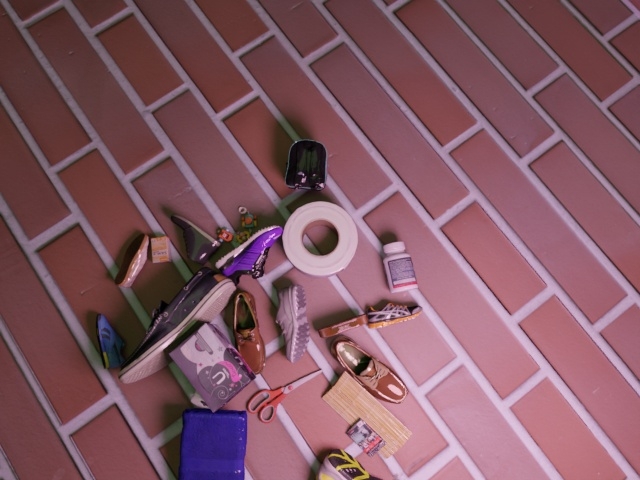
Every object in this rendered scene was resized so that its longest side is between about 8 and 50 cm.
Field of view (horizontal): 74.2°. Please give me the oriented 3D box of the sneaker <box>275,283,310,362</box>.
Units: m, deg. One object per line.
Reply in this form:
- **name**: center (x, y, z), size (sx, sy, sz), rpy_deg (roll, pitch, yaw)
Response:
- **sneaker**: center (-0.112, 0.306, 1.568), size (0.115, 0.105, 0.282), rpy_deg (-6, 79, 29)

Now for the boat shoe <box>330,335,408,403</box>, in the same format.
- **boat shoe**: center (0.167, 0.466, 1.507), size (0.323, 0.120, 0.123), rpy_deg (35, 81, 7)

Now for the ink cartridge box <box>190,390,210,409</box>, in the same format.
- **ink cartridge box**: center (-0.374, 0.515, 1.526), size (0.104, 0.060, 0.180), rpy_deg (27, 79, 5)

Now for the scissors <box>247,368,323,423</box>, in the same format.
- **scissors**: center (-0.131, 0.538, 1.542), size (0.297, 0.021, 0.109), rpy_deg (-42, 80, -6)

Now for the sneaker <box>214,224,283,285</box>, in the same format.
- **sneaker**: center (-0.241, 0.065, 1.601), size (0.293, 0.102, 0.146), rpy_deg (-35, 85, 3)

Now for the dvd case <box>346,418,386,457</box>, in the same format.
- **dvd case**: center (0.161, 0.697, 1.494), size (0.119, 0.013, 0.087), rpy_deg (41, 111, 7)

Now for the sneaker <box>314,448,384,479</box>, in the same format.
- **sneaker**: center (0.149, 0.883, 1.432), size (0.384, 0.145, 0.147), rpy_deg (40, 102, 10)

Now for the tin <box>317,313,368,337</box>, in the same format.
- **tin**: center (0.083, 0.312, 1.547), size (0.189, 0.106, 0.040), rpy_deg (-18, 87, -3)

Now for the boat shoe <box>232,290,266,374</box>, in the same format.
- **boat shoe**: center (-0.272, 0.338, 1.540), size (0.110, 0.104, 0.308), rpy_deg (-14, 79, -3)

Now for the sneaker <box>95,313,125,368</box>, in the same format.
- **sneaker**: center (-0.774, 0.366, 1.563), size (0.082, 0.069, 0.210), rpy_deg (-10, 66, -35)

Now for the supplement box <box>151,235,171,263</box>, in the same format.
- **supplement box**: center (-0.615, 0.037, 1.636), size (0.062, 0.036, 0.099), rpy_deg (-9, 79, -1)

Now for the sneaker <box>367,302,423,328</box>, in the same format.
- **sneaker**: center (0.273, 0.268, 1.569), size (0.214, 0.084, 0.083), rpy_deg (-13, 74, -2)

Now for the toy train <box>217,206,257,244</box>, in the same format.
- **toy train**: center (-0.322, -0.051, 1.650), size (0.125, 0.046, 0.166), rpy_deg (33, 81, 6)

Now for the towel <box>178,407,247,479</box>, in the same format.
- **towel**: center (-0.366, 0.728, 1.452), size (0.227, 0.076, 0.309), rpy_deg (4, 93, -2)

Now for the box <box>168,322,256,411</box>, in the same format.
- **box**: center (-0.361, 0.425, 1.441), size (0.163, 0.142, 0.247), rpy_deg (-40, 81, -8)

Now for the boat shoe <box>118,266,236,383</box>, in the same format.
- **boat shoe**: center (-0.525, 0.297, 1.516), size (0.156, 0.187, 0.500), rpy_deg (40, 79, 16)

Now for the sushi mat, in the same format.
- **sushi mat**: center (0.161, 0.618, 1.498), size (0.316, 0.019, 0.151), rpy_deg (41, 108, 8)

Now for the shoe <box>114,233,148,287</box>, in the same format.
- **shoe**: center (-0.713, 0.078, 1.623), size (0.076, 0.058, 0.219), rpy_deg (11, 72, 34)

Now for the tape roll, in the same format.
- **tape roll**: center (0.000, 0.000, 1.614), size (0.285, 0.100, 0.287), rpy_deg (0, 78, -1)

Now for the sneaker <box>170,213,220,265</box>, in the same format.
- **sneaker**: center (-0.506, -0.005, 1.621), size (0.222, 0.083, 0.118), rpy_deg (34, 81, 5)

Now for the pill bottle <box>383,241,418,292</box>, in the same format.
- **pill bottle**: center (0.294, 0.101, 1.588), size (0.107, 0.108, 0.180), rpy_deg (-10, 79, -2)

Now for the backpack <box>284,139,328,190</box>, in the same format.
- **backpack**: center (-0.050, -0.294, 1.644), size (0.165, 0.144, 0.189), rpy_deg (5, 101, 3)
